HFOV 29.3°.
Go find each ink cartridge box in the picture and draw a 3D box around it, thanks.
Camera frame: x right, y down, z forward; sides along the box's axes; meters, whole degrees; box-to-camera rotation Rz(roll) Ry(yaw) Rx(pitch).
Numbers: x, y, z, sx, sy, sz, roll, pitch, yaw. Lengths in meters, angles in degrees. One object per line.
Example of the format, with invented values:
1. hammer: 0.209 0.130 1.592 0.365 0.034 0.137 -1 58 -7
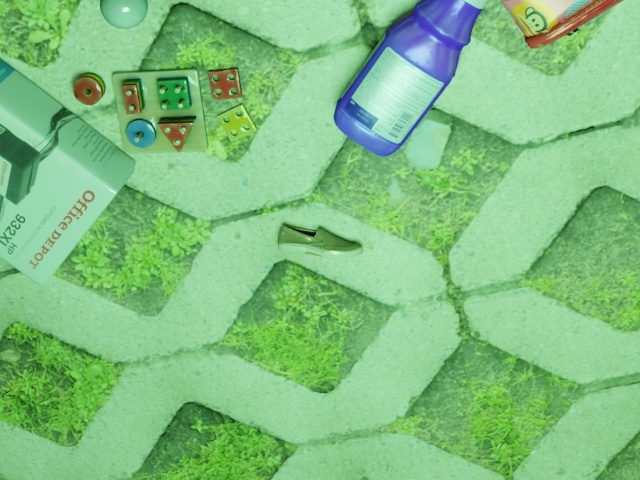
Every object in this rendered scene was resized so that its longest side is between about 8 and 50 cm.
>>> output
1. ink cartridge box: -0.478 -0.113 1.892 0.307 0.129 0.223 37 114 -11

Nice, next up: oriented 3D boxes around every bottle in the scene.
1. bottle: 0.135 -0.257 1.764 0.118 0.092 0.283 32 115 -10

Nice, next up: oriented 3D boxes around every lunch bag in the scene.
1. lunch bag: 0.353 -0.374 1.570 0.258 0.293 0.120 -33 103 21

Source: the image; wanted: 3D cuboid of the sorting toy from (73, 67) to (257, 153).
1. sorting toy: -0.238 -0.191 1.870 0.274 0.046 0.132 -1 116 8

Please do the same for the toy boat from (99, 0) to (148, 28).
1. toy boat: -0.190 -0.422 1.670 0.267 0.148 0.318 25 133 -39

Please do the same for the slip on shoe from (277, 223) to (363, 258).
1. slip on shoe: 0.000 0.000 1.935 0.135 0.051 0.041 7 105 11
